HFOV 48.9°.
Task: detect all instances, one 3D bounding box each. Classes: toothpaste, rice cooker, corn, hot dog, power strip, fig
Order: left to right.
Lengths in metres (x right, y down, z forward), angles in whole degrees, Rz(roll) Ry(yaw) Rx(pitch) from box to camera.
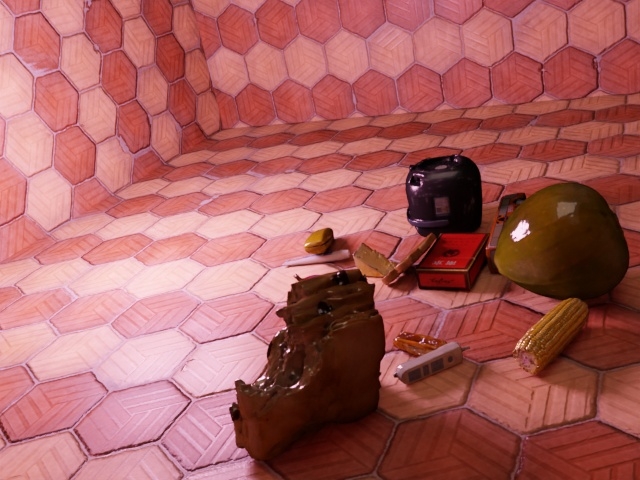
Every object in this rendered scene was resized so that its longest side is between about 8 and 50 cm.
[{"bbox_3d":[-0.013,0.057,2.217,0.218,0.033,0.052,-9,17,18],"label":"toothpaste"},{"bbox_3d":[0.230,0.246,1.639,0.144,0.038,0.062,7,31,41],"label":"hot dog"},{"bbox_3d":[0.250,0.270,1.558,0.191,0.048,0.030,-19,28,-16],"label":"power strip"},{"bbox_3d":[0.391,-0.145,2.241,0.267,0.225,0.267,-11,23,5],"label":"rice cooker"},{"bbox_3d":[0.509,0.205,1.544,0.081,0.081,0.248,12,33,44],"label":"corn"},{"bbox_3d":[0.579,0.015,1.728,0.316,0.316,0.316,-10,23,4],"label":"fig"}]

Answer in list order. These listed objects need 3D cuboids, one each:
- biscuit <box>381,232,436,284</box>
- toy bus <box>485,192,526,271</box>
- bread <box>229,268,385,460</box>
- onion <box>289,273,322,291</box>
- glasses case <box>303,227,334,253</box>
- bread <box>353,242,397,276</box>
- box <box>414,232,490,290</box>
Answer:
[{"bbox_3d":[0.260,0.049,2.003,0.236,0.040,0.144,-35,-3,-45],"label":"biscuit"},{"bbox_3d":[0.559,-0.032,2.065,0.092,0.093,0.409,-4,23,23],"label":"toy bus"},{"bbox_3d":[-0.008,0.253,1.414,0.370,0.314,0.191,-23,34,-37],"label":"bread"},{"bbox_3d":[-0.035,0.132,1.904,0.150,0.140,0.150,-22,29,13],"label":"onion"},{"bbox_3d":[0.000,0.000,2.255,0.079,0.064,0.234,-12,9,10],"label":"glasses case"},{"bbox_3d":[0.159,0.060,2.058,0.109,0.080,0.084,2,28,33],"label":"bread"},{"bbox_3d":[0.377,0.055,1.973,0.153,0.074,0.240,4,28,27],"label":"box"}]
